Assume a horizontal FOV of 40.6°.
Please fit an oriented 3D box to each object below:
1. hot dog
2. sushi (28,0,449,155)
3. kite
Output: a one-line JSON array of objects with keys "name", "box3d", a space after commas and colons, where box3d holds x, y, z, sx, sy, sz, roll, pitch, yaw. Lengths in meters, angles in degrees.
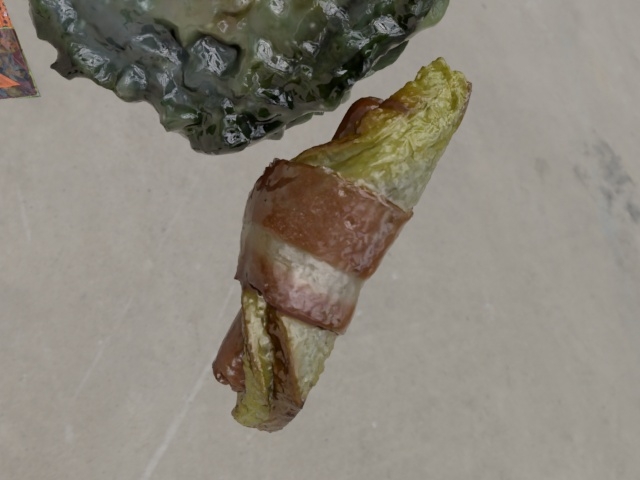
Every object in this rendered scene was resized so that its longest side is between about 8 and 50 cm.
[{"name": "hot dog", "box3d": [-0.004, -0.003, 0.535, 0.093, 0.262, 0.123, 30, 2, 2]}, {"name": "sushi", "box3d": [-0.042, -0.238, 0.619, 0.294, 0.352, 0.178, 47, 21, -7]}, {"name": "kite", "box3d": [-0.366, -0.192, 0.960, 0.125, 0.008, 0.222, 30, 58, -12]}]
